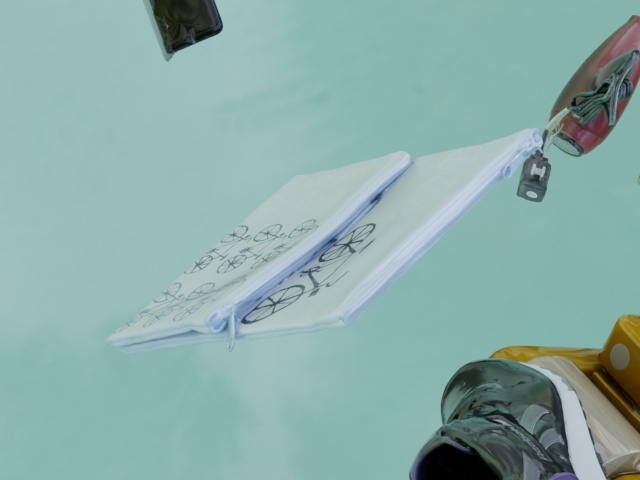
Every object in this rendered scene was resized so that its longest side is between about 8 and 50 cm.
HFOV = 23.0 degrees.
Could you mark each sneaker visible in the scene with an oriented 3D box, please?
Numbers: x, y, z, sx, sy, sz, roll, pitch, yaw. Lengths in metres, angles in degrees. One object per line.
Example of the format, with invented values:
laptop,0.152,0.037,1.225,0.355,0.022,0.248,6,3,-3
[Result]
sneaker,0.117,0.145,1.085,0.124,0.283,0.107,25,105,-20

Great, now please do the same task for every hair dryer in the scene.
hair dryer,0.346,-0.173,1.866,0.080,0.223,0.293,37,42,-7

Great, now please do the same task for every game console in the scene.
game console,-0.160,-0.270,1.739,0.122,0.107,0.071,69,21,-2

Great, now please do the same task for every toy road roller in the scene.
toy road roller,0.312,0.129,1.335,0.329,0.202,0.241,2,122,-35

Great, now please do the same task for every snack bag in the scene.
snack bag,0.000,0.000,1.468,0.323,0.342,0.037,-41,110,-36

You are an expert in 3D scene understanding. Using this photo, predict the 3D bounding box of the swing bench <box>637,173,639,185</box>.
swing bench,0.532,-0.140,1.772,0.254,0.165,0.253,20,88,-3
